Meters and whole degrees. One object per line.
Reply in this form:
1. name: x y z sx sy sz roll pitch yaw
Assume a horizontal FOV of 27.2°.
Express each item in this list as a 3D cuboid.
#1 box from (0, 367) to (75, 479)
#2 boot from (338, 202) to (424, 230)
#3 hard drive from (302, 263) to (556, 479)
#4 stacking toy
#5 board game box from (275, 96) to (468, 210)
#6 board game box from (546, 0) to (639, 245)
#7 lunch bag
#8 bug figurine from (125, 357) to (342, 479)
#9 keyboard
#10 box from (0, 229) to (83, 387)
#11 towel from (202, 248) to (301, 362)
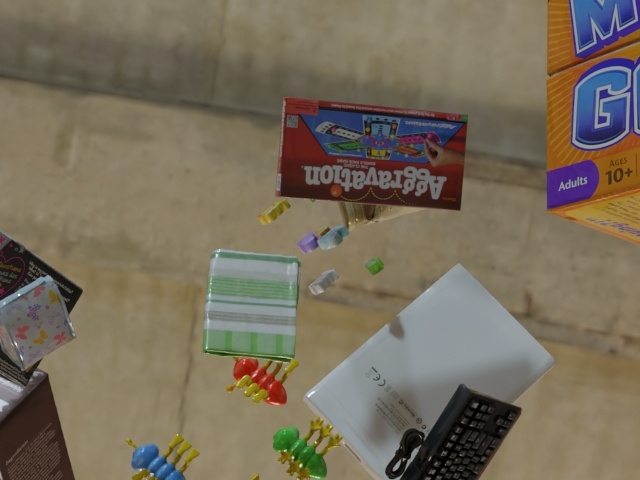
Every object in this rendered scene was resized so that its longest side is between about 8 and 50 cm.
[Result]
1. box: -0.487 0.328 1.970 0.143 0.191 0.381 -50 -28 -37
2. boot: 0.133 -0.081 2.209 0.262 0.203 0.095 -16 -85 -82
3. hard drive: 0.178 0.229 2.143 0.353 0.233 0.047 -39 -14 -20
4. stacking toy: 0.000 0.000 2.166 0.052 0.167 0.221 -41 12 -27
5. board game box: 0.077 -0.124 1.925 0.027 0.281 0.145 -166 80 -72
6. board game box: 0.523 -0.194 1.595 0.356 0.356 0.356 -17 64 48
7. lunch bag: -0.299 0.079 1.360 0.071 0.053 0.083 -34 -39 -24
8. bug figurine: -0.111 0.278 1.760 0.279 0.216 0.072 -39 -17 -28
9. keyboard: 0.116 0.225 1.307 0.180 0.108 0.023 -60 26 15
10. box: -0.436 0.048 1.563 0.163 0.247 0.142 45 -112 -47
11. towel: -0.083 0.079 1.591 0.023 0.113 0.152 99 175 -51
